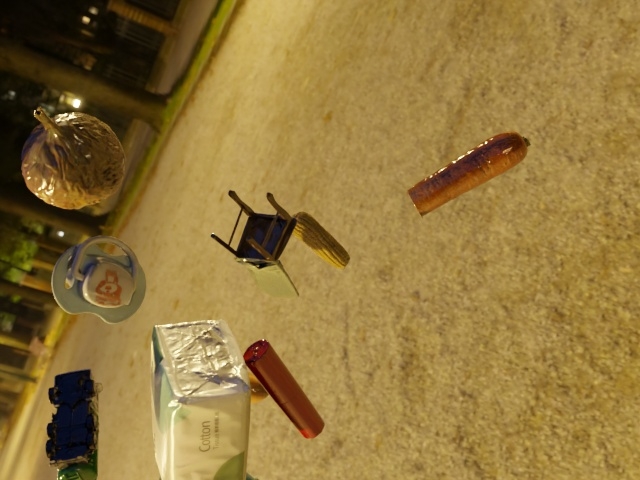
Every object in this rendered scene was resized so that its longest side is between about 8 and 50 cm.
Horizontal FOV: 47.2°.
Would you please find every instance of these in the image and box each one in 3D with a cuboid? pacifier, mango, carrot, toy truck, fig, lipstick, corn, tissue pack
[{"bbox_3d":[-0.623,0.104,2.024,0.207,0.279,0.227,-1,71,45],"label":"pacifier"},{"bbox_3d":[-0.249,0.449,2.259,0.219,0.145,0.112,1,82,34],"label":"mango"},{"bbox_3d":[0.257,-0.119,1.258,0.225,0.067,0.067,-31,26,4],"label":"carrot"},{"bbox_3d":[-0.521,0.404,1.571,0.125,0.101,0.242,86,172,-46],"label":"toy truck"},{"bbox_3d":[-0.687,-0.253,1.992,0.369,0.286,0.286,102,180,-68],"label":"fig"},{"bbox_3d":[-0.081,0.340,1.658,0.073,0.280,0.073,-23,30,14],"label":"lipstick"},{"bbox_3d":[0.000,0.000,2.218,0.080,0.231,0.080,-45,16,16],"label":"corn"},{"bbox_3d":[-0.269,0.384,1.618,0.266,0.194,0.356,-124,34,-52],"label":"tissue pack"}]

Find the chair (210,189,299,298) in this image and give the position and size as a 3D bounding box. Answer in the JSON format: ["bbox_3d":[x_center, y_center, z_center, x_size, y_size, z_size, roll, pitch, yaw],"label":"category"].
[{"bbox_3d":[-0.155,0.013,2.073,0.160,0.319,0.186,5,63,30],"label":"chair"}]

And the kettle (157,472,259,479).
[{"bbox_3d":[-0.310,0.723,1.917,0.342,0.319,0.247,-62,2,-26],"label":"kettle"}]
